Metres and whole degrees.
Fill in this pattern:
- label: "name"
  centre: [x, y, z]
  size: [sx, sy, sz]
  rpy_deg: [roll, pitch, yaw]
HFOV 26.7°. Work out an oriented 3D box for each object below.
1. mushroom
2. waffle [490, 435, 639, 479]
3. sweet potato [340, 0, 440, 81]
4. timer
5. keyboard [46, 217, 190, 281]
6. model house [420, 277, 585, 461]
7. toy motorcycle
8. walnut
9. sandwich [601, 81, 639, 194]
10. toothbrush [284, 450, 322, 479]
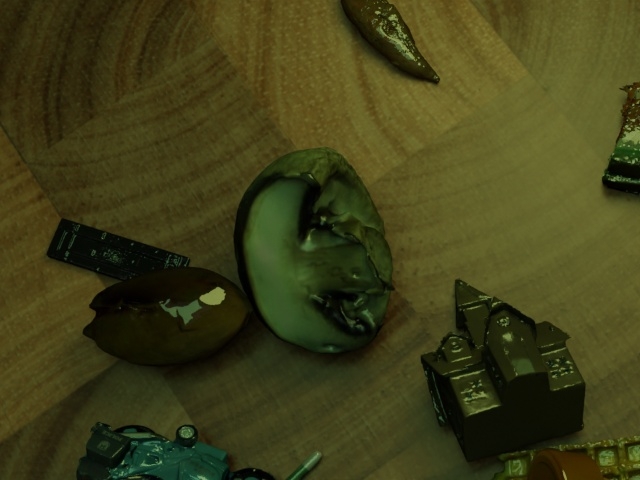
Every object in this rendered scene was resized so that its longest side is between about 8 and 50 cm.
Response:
- label: "mushroom"
  centre: [-0.005, 0.005, 1.809]
  size: [0.189, 0.164, 0.267]
  rpy_deg: [-25, 106, 25]
- label: "waffle"
  centre: [0.328, 0.367, 1.701]
  size: [0.229, 0.057, 0.219]
  rpy_deg: [-10, 72, 7]
- label: "sweet potato"
  centre: [0.097, -0.298, 1.935]
  size: [0.206, 0.060, 0.068]
  rpy_deg: [49, 120, 8]
- label: "timer"
  centre: [0.343, 0.315, 1.635]
  size: [0.152, 0.132, 0.132]
  rpy_deg: [-1, 72, -13]
- label: "keyboard"
  centre: [-0.288, 0.024, 1.921]
  size: [0.204, 0.013, 0.061]
  rpy_deg: [17, 77, 13]
- label: "model house"
  centre: [0.219, 0.127, 1.745]
  size: [0.181, 0.176, 0.248]
  rpy_deg: [-15, 48, -9]
- label: "toy motorcycle"
  centre: [-0.200, 0.330, 1.755]
  size: [0.272, 0.123, 0.182]
  rpy_deg: [17, 41, 19]
- label: "walnut"
  centre: [-0.209, 0.104, 1.826]
  size: [0.245, 0.137, 0.137]
  rpy_deg: [-9, 73, 6]
- label: "sandwich"
  centre: [0.495, -0.151, 1.818]
  size: [0.235, 0.079, 0.159]
  rpy_deg: [-3, 73, 8]
- label: "toothbrush"
  centre: [-0.095, 0.367, 1.787]
  size: [0.257, 0.018, 0.024]
  rpy_deg: [-42, 75, -5]
